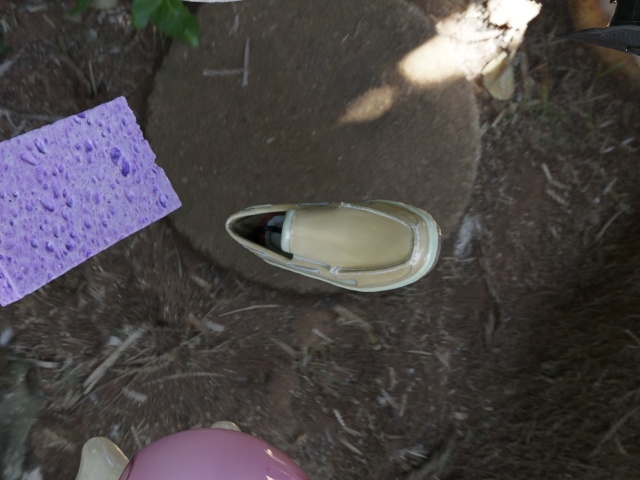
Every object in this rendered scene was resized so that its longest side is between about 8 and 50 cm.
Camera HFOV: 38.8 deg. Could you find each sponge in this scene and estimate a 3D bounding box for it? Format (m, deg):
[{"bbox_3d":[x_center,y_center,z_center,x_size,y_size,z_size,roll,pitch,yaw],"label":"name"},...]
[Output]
[{"bbox_3d":[-0.215,-0.041,0.770,0.210,0.031,0.117,-38,105,-53],"label":"sponge"}]

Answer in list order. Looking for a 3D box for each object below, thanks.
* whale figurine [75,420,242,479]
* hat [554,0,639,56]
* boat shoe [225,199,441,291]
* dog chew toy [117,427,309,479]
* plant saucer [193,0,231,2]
[{"bbox_3d":[-0.130,0.293,0.932,0.272,0.141,0.216,13,65,13],"label":"whale figurine"},{"bbox_3d":[0.473,-0.298,1.161,0.331,0.331,0.134,6,98,-9],"label":"hat"},{"bbox_3d":[0.000,0.000,0.676,0.072,0.190,0.068,14,79,-43],"label":"boat shoe"},{"bbox_3d":[-0.016,0.281,0.688,0.331,0.206,0.207,28,80,-8],"label":"dog chew toy"},{"bbox_3d":[-0.084,-0.337,0.678,0.310,0.050,0.311,-1,102,-4],"label":"plant saucer"}]
